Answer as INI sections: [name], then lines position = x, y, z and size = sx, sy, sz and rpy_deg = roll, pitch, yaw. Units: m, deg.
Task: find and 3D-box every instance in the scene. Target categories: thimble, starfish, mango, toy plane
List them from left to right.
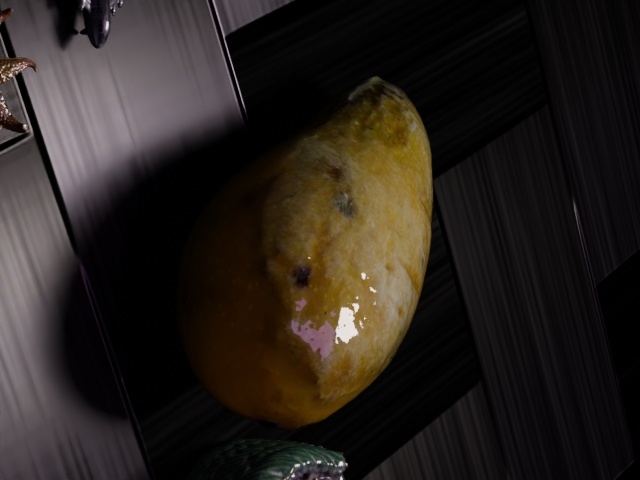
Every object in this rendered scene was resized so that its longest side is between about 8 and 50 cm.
[starfish]
position = -0.227, -0.118, 1.220
size = 0.078, 0.028, 0.091
rpy_deg = 23, 72, -51
[toy plane]
position = -0.163, -0.180, 1.285
size = 0.078, 0.031, 0.083
rpy_deg = 1, 90, -47
[thimble]
position = -0.044, 0.217, 1.381
size = 0.135, 0.090, 0.118
rpy_deg = -17, 106, -48
[mango]
position = -0.002, 0.007, 1.383
size = 0.329, 0.175, 0.177
rpy_deg = -59, 165, -54
